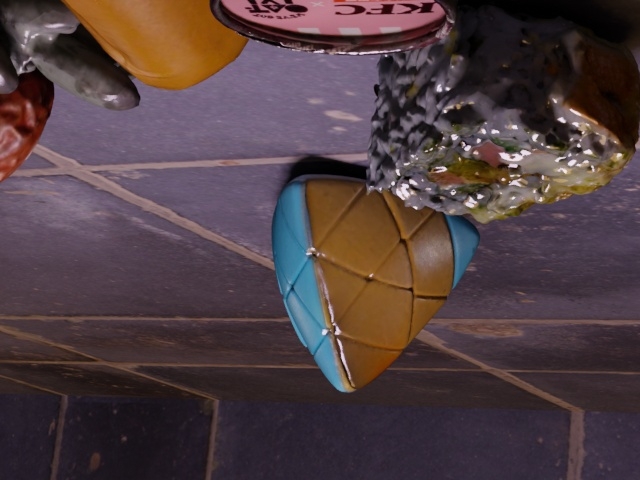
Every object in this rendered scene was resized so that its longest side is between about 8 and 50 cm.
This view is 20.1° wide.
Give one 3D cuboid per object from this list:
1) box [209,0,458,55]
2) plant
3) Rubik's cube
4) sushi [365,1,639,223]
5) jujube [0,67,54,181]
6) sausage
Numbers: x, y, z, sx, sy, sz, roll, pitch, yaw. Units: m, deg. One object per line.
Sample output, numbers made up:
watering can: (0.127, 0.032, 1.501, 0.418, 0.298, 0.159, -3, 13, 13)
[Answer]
box: (0.011, -0.199, 1.106, 0.151, 0.135, 0.151, 3, 169, 1)
plant: (-0.257, -0.166, 1.339, 0.275, 0.146, 0.149, 10, 164, -18)
Rubik's cube: (0.000, 0.000, 1.965, 0.254, 0.254, 0.254, 6, 167, 1)
sushi: (0.134, -0.098, 1.459, 0.184, 0.139, 0.274, 14, 159, -24)
jujube: (-0.332, -0.139, 1.465, 0.236, 0.168, 0.168, 30, 158, -24)
sausage: (-0.129, -0.208, 1.156, 0.134, 0.116, 0.354, -30, 159, 2)
